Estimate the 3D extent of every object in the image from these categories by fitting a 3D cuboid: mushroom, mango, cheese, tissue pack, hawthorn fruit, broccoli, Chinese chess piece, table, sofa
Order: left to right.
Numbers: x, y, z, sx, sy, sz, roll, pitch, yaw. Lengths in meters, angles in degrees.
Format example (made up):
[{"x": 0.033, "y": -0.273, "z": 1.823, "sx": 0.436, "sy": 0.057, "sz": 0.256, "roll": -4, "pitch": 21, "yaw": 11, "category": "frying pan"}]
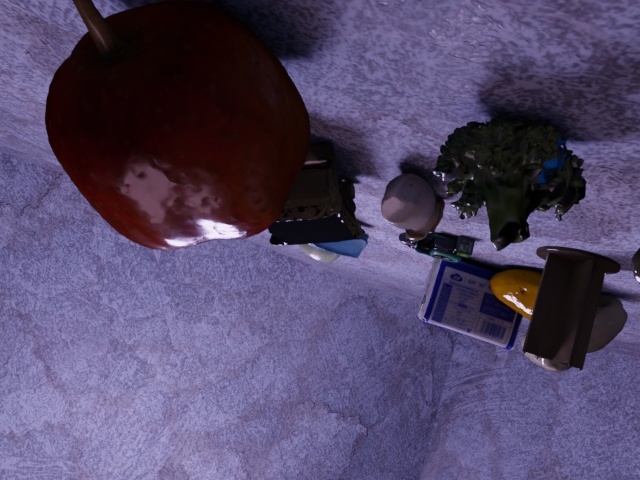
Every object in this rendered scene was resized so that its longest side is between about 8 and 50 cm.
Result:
[{"x": -0.171, "y": -0.145, "z": 0.634, "sx": 0.287, "sy": 0.287, "sz": 0.330, "roll": 13, "pitch": 156, "yaw": 26, "category": "hawthorn fruit"}, {"x": -0.035, "y": -0.101, "z": 1.057, "sx": 0.200, "sy": 0.182, "sz": 0.258, "roll": -3, "pitch": 167, "yaw": 13, "category": "sofa"}, {"x": 0.000, "y": 0.000, "z": 1.635, "sx": 0.144, "sy": 0.058, "sz": 0.144, "roll": 25, "pitch": -149, "yaw": -16, "category": "Chinese chess piece"}, {"x": 0.163, "y": -0.059, "z": 1.004, "sx": 0.088, "sy": 0.097, "sz": 0.212, "roll": 3, "pitch": 168, "yaw": 21, "category": "mushroom"}, {"x": 0.428, "y": 0.172, "z": 1.615, "sx": 0.270, "sy": 0.209, "sz": 0.137, "roll": 17, "pitch": 171, "yaw": -1, "category": "tissue pack"}, {"x": 0.218, "y": -0.063, "z": 0.657, "sx": 0.155, "sy": 0.160, "sz": 0.167, "roll": -22, "pitch": 138, "yaw": 33, "category": "broccoli"}, {"x": 0.543, "y": 0.143, "z": 1.469, "sx": 0.227, "sy": 0.109, "sz": 0.147, "roll": 15, "pitch": 141, "yaw": 43, "category": "mango"}, {"x": 0.511, "y": 0.145, "z": 1.191, "sx": 0.167, "sy": 0.226, "sz": 0.167, "roll": 17, "pitch": 171, "yaw": 3, "category": "table"}, {"x": 0.653, "y": 0.231, "z": 1.469, "sx": 0.093, "sy": 0.263, "sz": 0.159, "roll": 56, "pitch": -179, "yaw": -12, "category": "cheese"}]

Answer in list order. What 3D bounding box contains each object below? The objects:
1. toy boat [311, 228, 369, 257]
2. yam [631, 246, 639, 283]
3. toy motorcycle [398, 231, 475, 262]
[{"x": 0.015, "y": -0.033, "z": 1.541, "sx": 0.238, "sy": 0.109, "sz": 0.098, "roll": 21, "pitch": -155, "yaw": -27, "category": "toy boat"}, {"x": 0.572, "y": 0.033, "z": 0.797, "sx": 0.093, "sy": 0.093, "sz": 0.259, "roll": 19, "pitch": 172, "yaw": -11, "category": "yam"}, {"x": 0.274, "y": 0.006, "z": 1.370, "sx": 0.173, "sy": 0.058, "sz": 0.100, "roll": 15, "pitch": 165, "yaw": 8, "category": "toy motorcycle"}]
